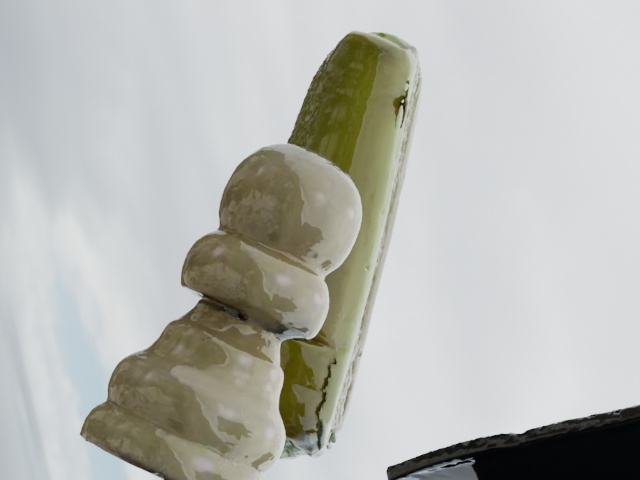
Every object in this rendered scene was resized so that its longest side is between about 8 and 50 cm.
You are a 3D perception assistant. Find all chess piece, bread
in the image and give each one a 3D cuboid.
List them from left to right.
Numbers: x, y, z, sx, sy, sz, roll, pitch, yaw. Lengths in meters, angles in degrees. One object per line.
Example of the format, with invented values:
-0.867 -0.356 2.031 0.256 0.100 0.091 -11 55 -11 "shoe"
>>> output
-0.053 0.057 1.132 0.261 0.142 0.143 -63 -172 -7 "chess piece"
0.000 0.000 1.372 0.166 0.112 0.384 53 51 -79 "bread"

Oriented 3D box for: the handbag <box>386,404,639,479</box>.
0.221 0.171 0.781 0.329 0.303 0.122 -21 -123 61 "handbag"
